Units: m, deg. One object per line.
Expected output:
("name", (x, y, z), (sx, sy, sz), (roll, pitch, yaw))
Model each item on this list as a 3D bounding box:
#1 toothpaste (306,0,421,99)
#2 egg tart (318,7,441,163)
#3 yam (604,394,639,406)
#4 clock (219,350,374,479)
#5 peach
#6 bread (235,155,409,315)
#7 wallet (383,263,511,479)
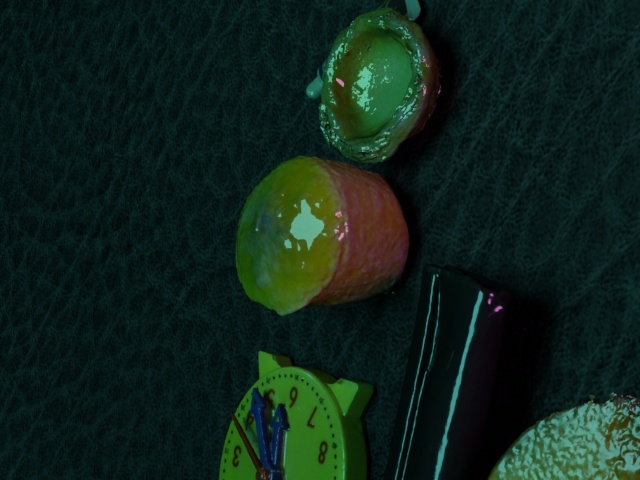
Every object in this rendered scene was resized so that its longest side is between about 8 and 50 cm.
("toothpaste", (0.053, -0.243, 2.313), (0.216, 0.037, 0.062), (-40, 50, 38))
("egg tart", (0.080, -0.181, 2.220), (0.197, 0.078, 0.197), (-13, 74, 52))
("yam", (0.279, 0.203, 1.850), (0.146, 0.070, 0.070), (-38, 53, 44))
("clock", (-0.047, 0.289, 2.302), (0.277, 0.071, 0.293), (3, 85, 56))
("peach", (0.251, 0.266, 1.809), (0.189, 0.068, 0.279), (39, 111, 28))
("bread", (-0.001, -0.004, 2.214), (0.197, 0.170, 0.197), (-16, 71, 55))
("wallet", (0.117, 0.233, 2.033), (0.228, 0.062, 0.406), (-157, 79, -76))
